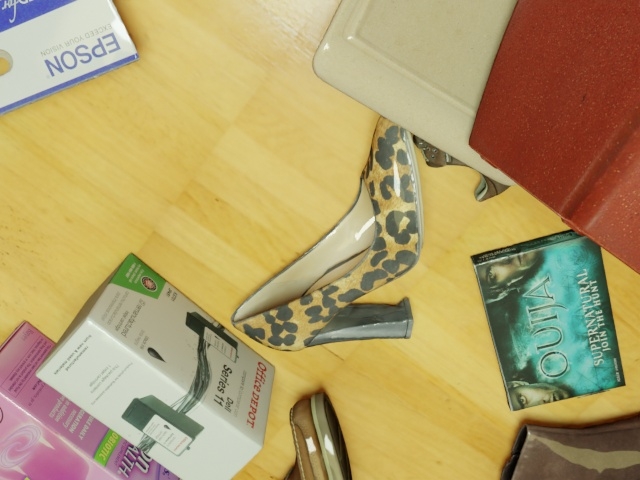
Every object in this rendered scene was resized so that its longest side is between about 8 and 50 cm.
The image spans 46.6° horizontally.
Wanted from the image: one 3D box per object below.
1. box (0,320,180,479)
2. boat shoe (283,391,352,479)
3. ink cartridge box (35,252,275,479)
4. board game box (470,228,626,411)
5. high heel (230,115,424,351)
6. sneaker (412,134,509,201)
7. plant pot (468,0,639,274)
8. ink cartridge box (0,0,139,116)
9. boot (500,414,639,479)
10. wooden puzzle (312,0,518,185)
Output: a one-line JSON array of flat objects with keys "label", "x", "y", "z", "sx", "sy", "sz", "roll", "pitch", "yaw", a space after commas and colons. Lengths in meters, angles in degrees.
[{"label": "box", "x": -0.313, "y": 0.255, "z": 0.824, "sx": 0.243, "sy": 0.117, "sz": 0.213, "roll": 42, "pitch": 108, "yaw": -14}, {"label": "boat shoe", "x": -0.008, "y": 0.313, "z": 0.837, "sx": 0.105, "sy": 0.110, "sz": 0.307, "roll": -9, "pitch": 112, "yaw": 5}, {"label": "ink cartridge box", "x": -0.152, "y": 0.132, "z": 0.747, "sx": 0.208, "sy": 0.153, "sz": 0.087, "roll": 41, "pitch": 107, "yaw": -14}, {"label": "board game box", "x": 0.239, "y": 0.085, "z": 0.777, "sx": 0.126, "sy": 0.026, "sz": 0.186, "roll": -16, "pitch": 111, "yaw": 8}, {"label": "high heel", "x": 0.000, "y": 0.000, "z": 0.713, "sx": 0.186, "sy": 0.093, "sz": 0.261, "roll": -3, "pitch": 121, "yaw": -3}, {"label": "sneaker", "x": 0.107, "y": -0.104, "z": 0.683, "sx": 0.188, "sy": 0.066, "sz": 0.071, "roll": 35, "pitch": 111, "yaw": -11}, {"label": "plant pot", "x": 0.270, "y": -0.093, "z": 0.535, "sx": 0.267, "sy": 0.267, "sz": 0.235, "roll": 30, "pitch": 105, "yaw": -22}, {"label": "ink cartridge box", "x": -0.350, "y": -0.253, "z": 0.644, "sx": 0.304, "sy": 0.072, "sz": 0.307, "roll": -19, "pitch": 113, "yaw": 9}, {"label": "boot", "x": 0.321, "y": 0.223, "z": 0.795, "sx": 0.207, "sy": 0.090, "sz": 0.248, "roll": 12, "pitch": 116, "yaw": -5}, {"label": "wooden puzzle", "x": 0.133, "y": -0.195, "z": 0.618, "sx": 0.221, "sy": 0.044, "sz": 0.238, "roll": 26, "pitch": 93, "yaw": -20}]
